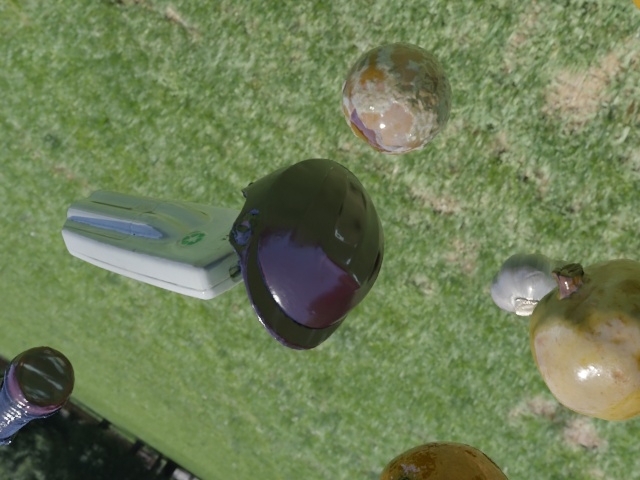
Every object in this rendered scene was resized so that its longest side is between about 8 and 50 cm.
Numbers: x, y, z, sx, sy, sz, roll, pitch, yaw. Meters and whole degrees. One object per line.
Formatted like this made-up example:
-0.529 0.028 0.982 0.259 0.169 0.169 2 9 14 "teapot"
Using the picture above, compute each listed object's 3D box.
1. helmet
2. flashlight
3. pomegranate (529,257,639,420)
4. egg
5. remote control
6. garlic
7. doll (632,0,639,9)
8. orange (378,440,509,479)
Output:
0.000 0.000 0.463 0.070 0.123 0.098 -31 127 22 "helmet"
-0.418 0.220 1.039 0.093 0.093 0.232 41 134 -17 "flashlight"
0.509 0.175 1.317 0.307 0.307 0.307 29 158 13 "pomegranate"
0.130 -0.247 1.319 0.195 0.195 0.233 46 -171 -29 "egg"
-0.137 -0.007 0.645 0.230 0.090 0.049 11 125 43 "remote control"
0.537 0.092 1.923 0.230 0.178 0.142 -11 130 28 "garlic"
0.596 -0.449 1.194 0.214 0.213 0.236 27 -178 17 "doll"
0.067 0.151 0.413 0.084 0.083 0.083 29 158 13 "orange"
